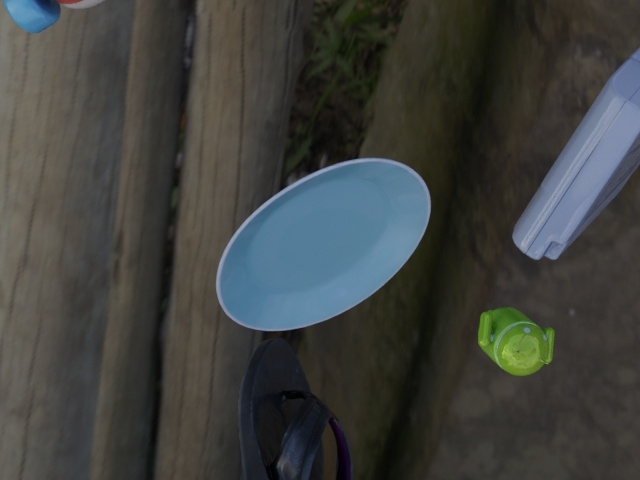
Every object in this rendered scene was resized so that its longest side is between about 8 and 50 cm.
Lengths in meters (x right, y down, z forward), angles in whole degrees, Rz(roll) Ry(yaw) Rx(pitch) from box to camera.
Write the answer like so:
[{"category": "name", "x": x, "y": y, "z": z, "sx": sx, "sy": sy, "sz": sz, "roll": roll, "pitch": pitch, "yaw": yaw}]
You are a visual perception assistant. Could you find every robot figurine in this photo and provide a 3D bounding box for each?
[{"category": "robot figurine", "x": 0.231, "y": 0.121, "z": 1.760, "sx": 0.101, "sy": 0.115, "sz": 0.067, "roll": 17, "pitch": 101, "yaw": -20}]

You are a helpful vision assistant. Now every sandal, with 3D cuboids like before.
[{"category": "sandal", "x": -0.016, "y": 0.316, "z": 1.785, "sx": 0.107, "sy": 0.446, "sz": 0.167, "roll": -19, "pitch": 141, "yaw": 22}]

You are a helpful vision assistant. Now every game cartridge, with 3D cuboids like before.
[{"category": "game cartridge", "x": 0.284, "y": -0.103, "z": 1.386, "sx": 0.062, "sy": 0.297, "sz": 0.198, "roll": 32, "pitch": 116, "yaw": 13}]

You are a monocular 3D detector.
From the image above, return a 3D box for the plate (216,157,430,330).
[{"category": "plate", "x": 0.000, "y": 0.000, "z": 1.160, "sx": 0.188, "sy": 0.024, "sz": 0.188, "roll": -21, "pitch": 143, "yaw": -17}]

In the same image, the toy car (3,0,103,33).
[{"category": "toy car", "x": -0.336, "y": -0.409, "z": 1.744, "sx": 0.219, "sy": 0.210, "sz": 0.238, "roll": -29, "pitch": 140, "yaw": 21}]
